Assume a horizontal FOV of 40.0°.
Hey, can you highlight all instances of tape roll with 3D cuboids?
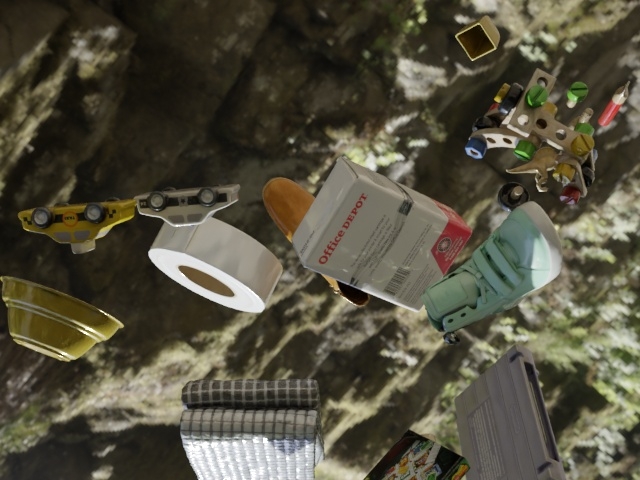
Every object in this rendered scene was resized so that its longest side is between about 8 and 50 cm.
[{"bbox_3d":[-0.230,0.049,1.928,0.286,0.100,0.286,23,161,9],"label":"tape roll"}]

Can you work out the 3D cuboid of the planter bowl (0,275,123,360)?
[{"bbox_3d":[-0.446,0.143,1.463,0.217,0.090,0.217,18,163,5],"label":"planter bowl"}]

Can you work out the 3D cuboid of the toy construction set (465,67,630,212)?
[{"bbox_3d":[0.439,-0.214,1.605,0.257,0.309,0.237,53,165,16],"label":"toy construction set"}]

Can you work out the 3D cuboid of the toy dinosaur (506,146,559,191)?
[{"bbox_3d":[0.490,-0.161,1.951,0.053,0.183,0.092,-121,13,-62],"label":"toy dinosaur"}]

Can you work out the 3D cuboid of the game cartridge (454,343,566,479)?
[{"bbox_3d":[0.386,0.415,1.836,0.068,0.230,0.355,23,-145,-18],"label":"game cartridge"}]

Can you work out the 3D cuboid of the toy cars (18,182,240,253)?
[{"bbox_3d":[-0.326,-0.040,1.565,0.393,0.087,0.176,-11,-170,-33],"label":"toy cars"}]

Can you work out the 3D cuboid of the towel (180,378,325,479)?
[{"bbox_3d":[-0.111,0.329,1.538,0.284,0.235,0.121,87,-178,-59],"label":"towel"}]

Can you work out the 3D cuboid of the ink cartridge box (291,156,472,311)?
[{"bbox_3d":[0.097,-0.008,1.437,0.237,0.172,0.100,23,-161,-27],"label":"ink cartridge box"}]

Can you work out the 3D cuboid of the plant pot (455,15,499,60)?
[{"bbox_3d":[0.409,-0.525,2.241,0.081,0.081,0.083,52,-133,-17],"label":"plant pot"}]

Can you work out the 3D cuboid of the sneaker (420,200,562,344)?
[{"bbox_3d":[0.214,0.052,1.146,0.094,0.151,0.256,59,161,23],"label":"sneaker"}]

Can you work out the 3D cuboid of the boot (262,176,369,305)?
[{"bbox_3d":[0.000,0.001,1.885,0.295,0.104,0.211,50,-179,-27],"label":"boot"}]

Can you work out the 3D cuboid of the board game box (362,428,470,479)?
[{"bbox_3d":[0.094,0.401,1.308,0.136,0.259,0.030,18,146,54],"label":"board game box"}]

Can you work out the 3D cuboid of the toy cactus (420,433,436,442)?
[{"bbox_3d":[0.187,0.439,1.572,0.219,0.112,0.180,73,-168,-59],"label":"toy cactus"}]
